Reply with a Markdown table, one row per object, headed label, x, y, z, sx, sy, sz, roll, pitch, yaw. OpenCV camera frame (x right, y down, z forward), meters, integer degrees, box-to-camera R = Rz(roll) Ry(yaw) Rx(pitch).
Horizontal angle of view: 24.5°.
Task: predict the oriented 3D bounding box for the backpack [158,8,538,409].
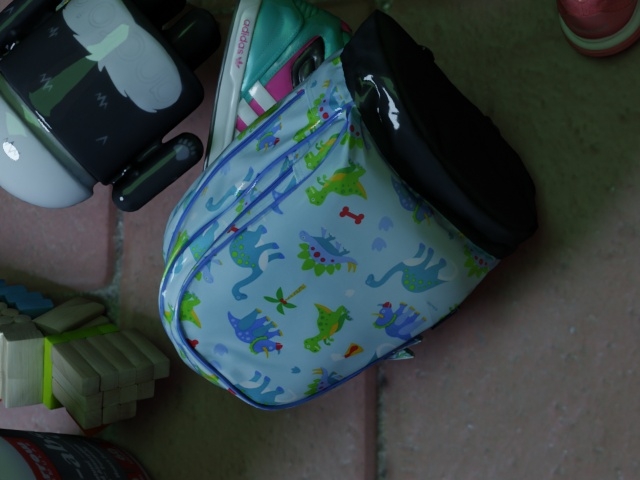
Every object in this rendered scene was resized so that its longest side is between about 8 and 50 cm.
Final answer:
| label | x | y | z | sx | sy | sz | roll | pitch | yaw |
| --- | --- | --- | --- | --- | --- | --- | --- | --- | --- |
| backpack | 0.000 | 0.000 | 1.454 | 0.355 | 0.290 | 0.273 | -25 | 36 | 27 |

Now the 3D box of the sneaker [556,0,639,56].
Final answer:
| label | x | y | z | sx | sy | sz | roll | pitch | yaw |
| --- | --- | --- | --- | --- | --- | --- | --- | --- | --- |
| sneaker | 0.284 | -0.350 | 1.472 | 0.116 | 0.136 | 0.313 | -2 | 79 | 22 |

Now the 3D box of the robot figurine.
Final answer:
| label | x | y | z | sx | sy | sz | roll | pitch | yaw |
| --- | --- | --- | --- | --- | --- | --- | --- | --- | --- |
| robot figurine | -0.233 | -0.157 | 1.523 | 0.278 | 0.173 | 0.209 | -41 | 47 | -2 |

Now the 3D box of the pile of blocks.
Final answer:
| label | x | y | z | sx | sy | sz | roll | pitch | yaw |
| --- | --- | --- | --- | --- | --- | --- | --- | --- | --- |
| pile of blocks | -0.330 | 0.131 | 1.657 | 0.362 | 0.149 | 0.112 | 19 | 116 | 27 |

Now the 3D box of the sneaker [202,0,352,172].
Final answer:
| label | x | y | z | sx | sy | sz | roll | pitch | yaw |
| --- | --- | --- | --- | --- | --- | --- | --- | --- | --- |
| sneaker | -0.027 | -0.117 | 1.571 | 0.178 | 0.124 | 0.295 | 11 | 115 | -3 |

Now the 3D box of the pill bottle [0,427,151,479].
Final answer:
| label | x | y | z | sx | sy | sz | roll | pitch | yaw |
| --- | --- | --- | --- | --- | --- | --- | --- | --- | --- |
| pill bottle | -0.328 | 0.293 | 1.480 | 0.210 | 0.363 | 0.210 | -4 | 79 | 21 |

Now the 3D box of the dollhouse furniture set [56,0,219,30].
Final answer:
| label | x | y | z | sx | sy | sz | roll | pitch | yaw |
| --- | --- | --- | --- | --- | --- | --- | --- | --- | --- |
| dollhouse furniture set | -0.285 | -0.233 | 1.671 | 0.212 | 0.161 | 0.242 | 38 | 96 | 24 |
